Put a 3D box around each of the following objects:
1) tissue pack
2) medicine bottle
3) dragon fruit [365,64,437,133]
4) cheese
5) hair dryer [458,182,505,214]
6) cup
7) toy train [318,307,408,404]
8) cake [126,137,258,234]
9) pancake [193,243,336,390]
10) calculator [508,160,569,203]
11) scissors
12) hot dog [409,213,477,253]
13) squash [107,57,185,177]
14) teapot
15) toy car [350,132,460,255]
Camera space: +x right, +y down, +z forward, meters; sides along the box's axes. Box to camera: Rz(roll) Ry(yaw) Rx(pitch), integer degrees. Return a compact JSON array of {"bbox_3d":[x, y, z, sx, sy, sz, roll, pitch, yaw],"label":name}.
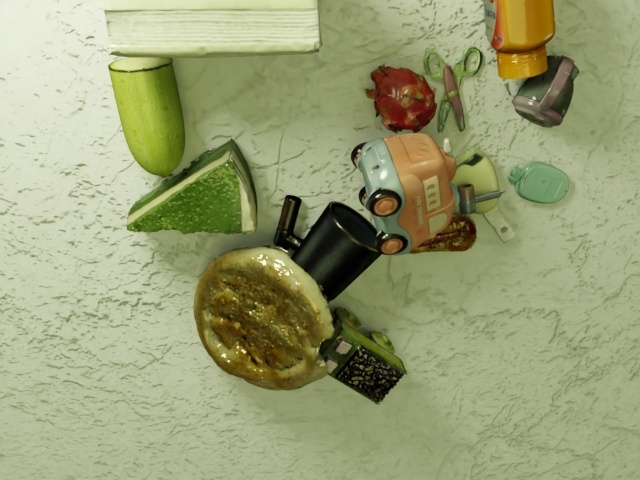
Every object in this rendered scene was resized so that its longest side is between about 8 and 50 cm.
[{"bbox_3d":[-0.194,-0.458,1.288,0.380,0.297,0.207,-3,116,-6],"label":"tissue pack"},{"bbox_3d":[0.401,-0.450,1.419,0.112,0.149,0.222,-13,115,2],"label":"medicine bottle"},{"bbox_3d":[0.172,-0.301,1.478,0.136,0.133,0.166,-42,100,4],"label":"dragon fruit"},{"bbox_3d":[0.380,-0.092,1.631,0.127,0.054,0.251,-35,113,10],"label":"cheese"},{"bbox_3d":[0.367,-0.103,1.580,0.114,0.037,0.063,-13,113,-10],"label":"hair dryer"},{"bbox_3d":[0.012,0.003,1.616,0.177,0.239,0.166,-50,150,22],"label":"cup"},{"bbox_3d":[0.086,0.279,1.703,0.261,0.177,0.134,34,107,-19],"label":"toy train"},{"bbox_3d":[-0.265,-0.065,1.531,0.283,0.158,0.172,-30,115,10],"label":"cake"},{"bbox_3d":[-0.129,0.184,1.603,0.382,0.071,0.382,11,116,25],"label":"pancake"},{"bbox_3d":[0.512,-0.136,1.640,0.153,0.021,0.095,14,112,-15],"label":"calculator"},{"bbox_3d":[0.290,-0.328,1.535,0.133,0.020,0.187,-6,113,-7],"label":"scissors"},{"bbox_3d":[0.276,-0.016,1.655,0.191,0.059,0.108,-3,119,-6],"label":"hot dog"},{"bbox_3d":[-0.353,-0.251,1.455,0.132,0.132,0.247,-6,115,-2],"label":"squash"},{"bbox_3d":[0.485,-0.329,1.495,0.148,0.116,0.146,17,102,-57],"label":"teapot"},{"bbox_3d":[0.195,-0.108,1.513,0.212,0.181,0.270,-15,137,-1],"label":"toy car"}]
